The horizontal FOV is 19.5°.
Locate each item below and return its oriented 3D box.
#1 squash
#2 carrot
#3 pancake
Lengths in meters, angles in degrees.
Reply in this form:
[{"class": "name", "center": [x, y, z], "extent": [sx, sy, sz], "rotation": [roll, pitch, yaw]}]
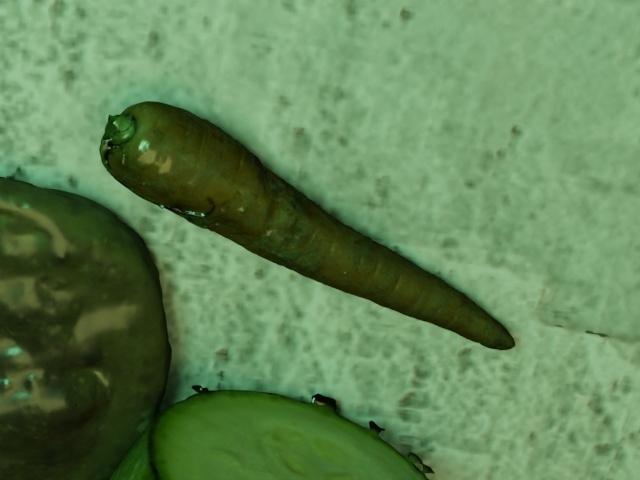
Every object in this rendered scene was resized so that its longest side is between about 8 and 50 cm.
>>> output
[{"class": "squash", "center": [-0.058, 0.219, 0.962], "extent": [0.189, 0.189, 0.260], "rotation": [20, 116, -17]}, {"class": "carrot", "center": [0.000, 0.000, 0.909], "extent": [0.254, 0.049, 0.049], "rotation": [29, 116, -26]}, {"class": "pancake", "center": [-0.191, 0.063, 0.927], "extent": [0.242, 0.050, 0.241], "rotation": [-2, 122, -4]}]
